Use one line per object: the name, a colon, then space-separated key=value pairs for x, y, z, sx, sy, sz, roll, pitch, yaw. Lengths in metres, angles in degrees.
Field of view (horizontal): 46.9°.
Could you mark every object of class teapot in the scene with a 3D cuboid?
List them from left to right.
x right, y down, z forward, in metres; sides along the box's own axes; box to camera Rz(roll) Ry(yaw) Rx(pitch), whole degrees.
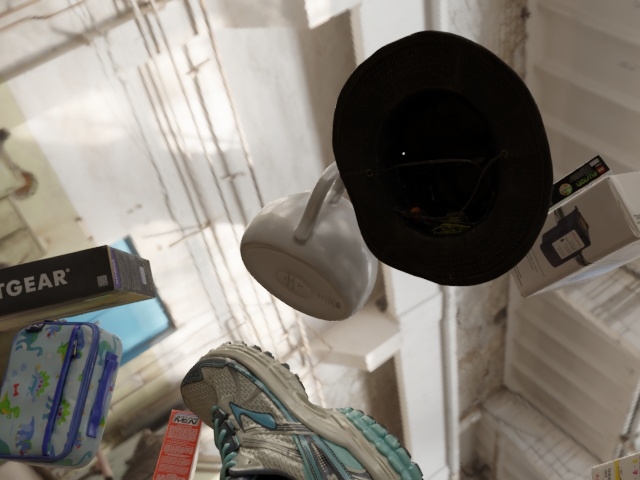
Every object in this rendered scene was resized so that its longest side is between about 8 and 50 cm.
teapot: x=0.000 y=0.000 z=1.243 sx=0.256 sy=0.187 sz=0.252 roll=-3 pitch=-42 yaw=52

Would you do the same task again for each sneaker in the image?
sneaker: x=-0.052 y=0.180 z=0.644 sx=0.283 sy=0.122 sz=0.110 roll=16 pitch=-50 yaw=44

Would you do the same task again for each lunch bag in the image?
lunch bag: x=-0.402 y=0.232 z=1.129 sx=0.176 sy=0.218 sz=0.090 roll=-1 pitch=-24 yaw=25

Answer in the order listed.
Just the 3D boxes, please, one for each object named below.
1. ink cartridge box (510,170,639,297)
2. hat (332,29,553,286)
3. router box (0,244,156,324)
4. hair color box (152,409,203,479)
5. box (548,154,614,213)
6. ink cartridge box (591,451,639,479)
ink cartridge box: x=0.419 y=-0.010 z=1.108 sx=0.237 sy=0.172 sz=0.100 roll=-43 pitch=-117 yaw=54
hat: x=0.178 y=-0.111 z=0.984 sx=0.331 sy=0.134 sz=0.331 roll=13 pitch=-68 yaw=35
router box: x=-0.475 y=0.091 z=1.299 sx=0.243 sy=0.309 sz=0.081 roll=63 pitch=15 yaw=-82
hair color box: x=-0.209 y=0.337 z=1.054 sx=0.167 sy=0.053 sz=0.093 roll=-84 pitch=-174 yaw=-59
box: x=0.439 y=-0.076 z=1.358 sx=0.114 sy=0.207 sz=0.036 roll=10 pitch=48 yaw=-61
ink cartridge box: x=0.655 y=0.509 z=1.405 sx=0.232 sy=0.168 sz=0.171 roll=115 pitch=-15 yaw=-61
